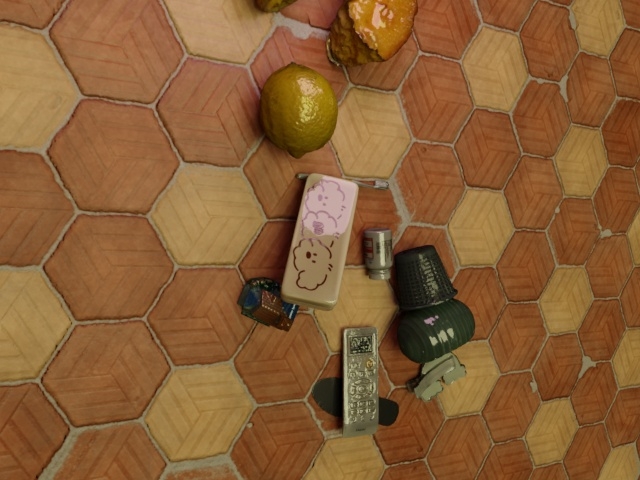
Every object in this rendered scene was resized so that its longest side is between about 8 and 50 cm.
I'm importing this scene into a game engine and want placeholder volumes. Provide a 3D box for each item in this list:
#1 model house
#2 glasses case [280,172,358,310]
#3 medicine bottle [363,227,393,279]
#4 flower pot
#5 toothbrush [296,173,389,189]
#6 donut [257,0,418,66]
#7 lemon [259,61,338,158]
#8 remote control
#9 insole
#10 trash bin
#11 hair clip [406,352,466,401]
[{"bbox_3d":[-0.112,0.165,1.350,0.148,0.148,0.119,32,81,-29],"label":"model house"},{"bbox_3d":[0.000,0.000,1.346,0.144,0.076,0.336,12,68,-3],"label":"glasses case"},{"bbox_3d":[0.164,0.037,1.513,0.079,0.079,0.140,-8,101,-26],"label":"medicine bottle"},{"bbox_3d":[0.336,0.259,1.568,0.243,0.189,0.157,-19,70,-25],"label":"flower pot"},{"bbox_3d":[0.066,-0.165,1.471,0.288,0.021,0.024,4,84,-28],"label":"toothbrush"},{"bbox_3d":[0.042,-0.657,1.323,0.435,0.163,0.378,31,81,-25],"label":"donut"},{"bbox_3d":[-0.053,-0.314,1.296,0.192,0.192,0.231,-7,99,-26],"label":"lemon"},{"bbox_3d":[0.109,0.405,1.545,0.109,0.055,0.313,0,89,-20],"label":"remote control"},{"bbox_3d":[0.108,0.478,1.580,0.322,0.007,0.109,25,83,-27],"label":"insole"},{"bbox_3d":[0.292,0.099,1.549,0.175,0.175,0.161,-17,94,-24],"label":"trash bin"},{"bbox_3d":[0.365,0.419,1.683,0.220,0.054,0.140,-28,104,-24],"label":"hair clip"}]
